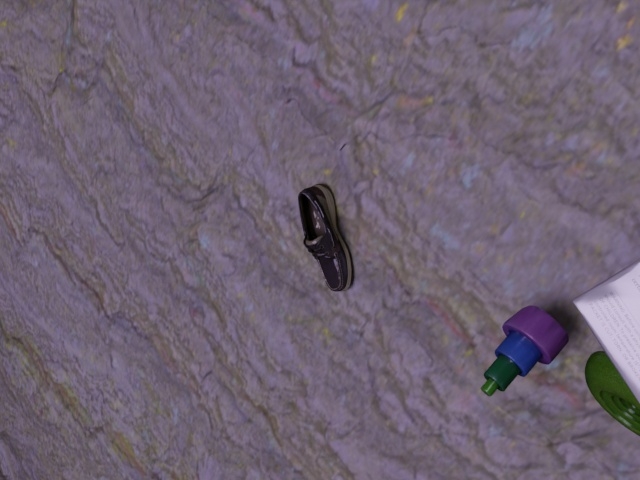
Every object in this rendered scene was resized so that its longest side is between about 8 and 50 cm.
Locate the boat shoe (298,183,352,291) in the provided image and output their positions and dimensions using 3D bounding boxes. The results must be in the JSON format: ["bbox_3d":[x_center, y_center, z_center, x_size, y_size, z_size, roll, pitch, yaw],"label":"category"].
[{"bbox_3d":[0.000,0.000,1.170,0.056,0.049,0.152,-17,89,45],"label":"boat shoe"}]

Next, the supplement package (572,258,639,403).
[{"bbox_3d":[0.383,0.039,0.665,0.293,0.177,0.175,-37,74,23],"label":"supplement package"}]

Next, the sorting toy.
[{"bbox_3d":[0.308,0.209,0.845,0.365,0.126,0.127,36,166,31],"label":"sorting toy"}]
